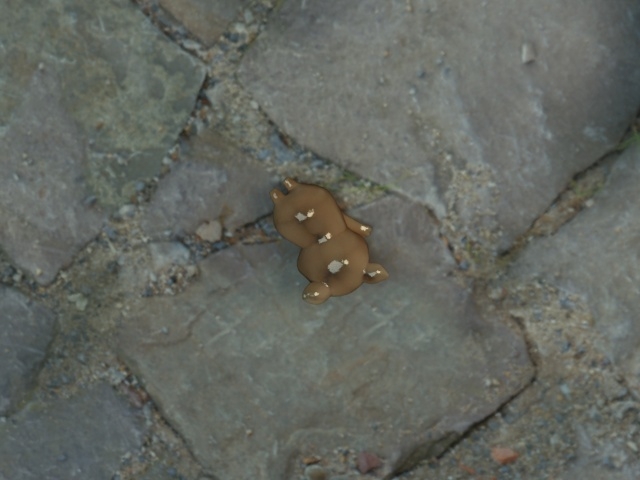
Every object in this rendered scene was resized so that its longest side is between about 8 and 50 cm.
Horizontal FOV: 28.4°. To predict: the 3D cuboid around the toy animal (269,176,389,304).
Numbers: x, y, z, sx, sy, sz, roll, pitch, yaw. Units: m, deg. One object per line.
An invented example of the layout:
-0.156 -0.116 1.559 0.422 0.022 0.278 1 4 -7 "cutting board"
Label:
-0.001 0.000 1.344 0.083 0.089 0.150 -37 87 23 "toy animal"
